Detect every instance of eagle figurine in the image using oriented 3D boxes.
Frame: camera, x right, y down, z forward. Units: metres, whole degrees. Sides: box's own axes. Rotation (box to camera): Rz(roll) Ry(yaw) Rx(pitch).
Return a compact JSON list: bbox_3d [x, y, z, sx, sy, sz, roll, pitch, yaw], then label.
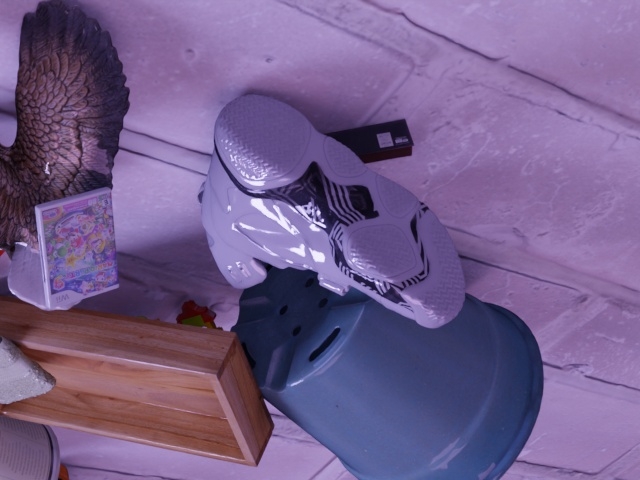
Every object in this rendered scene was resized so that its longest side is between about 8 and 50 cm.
[{"bbox_3d":[-0.338,-0.088,1.323,0.225,0.226,0.298,14,142,-3],"label":"eagle figurine"}]

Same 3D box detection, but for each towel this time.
[{"bbox_3d":[-0.416,0.171,1.565,0.148,0.027,0.110,-18,127,42],"label":"towel"}]

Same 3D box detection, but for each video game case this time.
[{"bbox_3d":[-0.265,0.008,1.325,0.087,0.011,0.122,-18,121,-33],"label":"video game case"}]

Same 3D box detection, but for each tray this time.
[{"bbox_3d":[-0.278,0.176,1.579,0.410,0.076,0.203,6,140,21],"label":"tray"}]

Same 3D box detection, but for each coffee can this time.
[{"bbox_3d":[-0.539,0.308,1.714,0.201,0.201,0.275,-34,138,22],"label":"coffee can"}]

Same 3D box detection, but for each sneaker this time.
[{"bbox_3d":[0.000,0.000,1.476,0.366,0.137,0.210,40,141,5],"label":"sneaker"}]

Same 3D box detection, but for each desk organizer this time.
[{"bbox_3d":[0.050,-0.110,1.534,0.130,0.047,0.050,-11,143,-6],"label":"desk organizer"}]

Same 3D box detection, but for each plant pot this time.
[{"bbox_3d":[0.074,0.163,1.671,0.341,0.341,0.334,-35,130,23],"label":"plant pot"}]

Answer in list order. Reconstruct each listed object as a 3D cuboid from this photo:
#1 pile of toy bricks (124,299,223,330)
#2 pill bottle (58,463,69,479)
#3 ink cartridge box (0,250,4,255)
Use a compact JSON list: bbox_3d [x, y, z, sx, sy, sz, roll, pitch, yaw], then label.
[{"bbox_3d":[-0.254,0.150,1.716,0.212,0.118,0.105,-17,109,17],"label":"pile of toy bricks"},{"bbox_3d":[-0.432,0.474,1.916,0.130,0.246,0.130,-10,139,-8],"label":"pill bottle"},{"bbox_3d":[-0.454,0.040,1.422,0.232,0.066,0.189,-46,151,-27],"label":"ink cartridge box"}]
